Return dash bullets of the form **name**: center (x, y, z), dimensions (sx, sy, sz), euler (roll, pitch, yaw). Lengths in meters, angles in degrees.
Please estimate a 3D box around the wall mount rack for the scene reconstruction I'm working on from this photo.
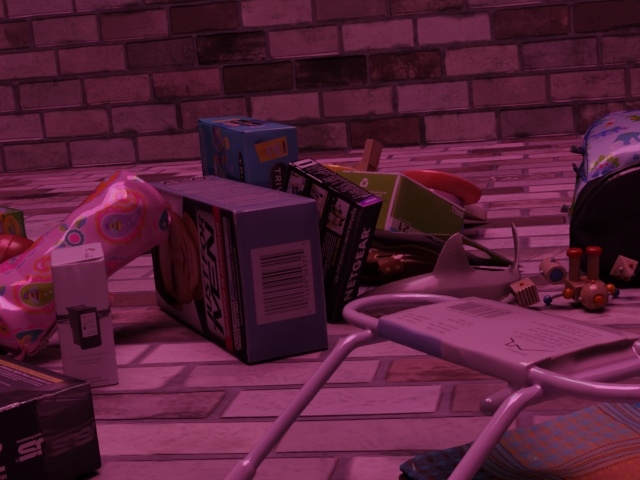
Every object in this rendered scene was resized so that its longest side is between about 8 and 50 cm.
- **wall mount rack**: center (0.099, 0.132, 0.846), dimensions (0.304, 0.131, 0.350), euler (-9, 11, -31)

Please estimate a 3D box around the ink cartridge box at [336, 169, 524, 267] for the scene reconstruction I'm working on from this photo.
- **ink cartridge box**: center (0.165, -0.030, 1.732), dimensions (0.255, 0.097, 0.188), euler (4, -14, 41)

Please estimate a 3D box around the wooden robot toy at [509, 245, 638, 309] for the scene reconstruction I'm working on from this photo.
- **wooden robot toy**: center (0.335, 0.056, 1.458), dimensions (0.173, 0.076, 0.079), euler (-6, 21, -6)

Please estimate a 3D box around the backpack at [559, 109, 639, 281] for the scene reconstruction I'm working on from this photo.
- **backpack**: center (0.503, -0.076, 1.695), dimensions (0.290, 0.274, 0.355), euler (-9, -3, 14)

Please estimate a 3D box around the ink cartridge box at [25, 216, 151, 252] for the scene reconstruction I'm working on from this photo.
- **ink cartridge box**: center (-0.451, -0.007, 2.185), dimensions (0.275, 0.060, 0.239), euler (-9, 10, -20)

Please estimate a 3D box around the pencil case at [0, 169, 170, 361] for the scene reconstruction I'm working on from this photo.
- **pencil case**: center (-0.322, 0.031, 1.472), dimensions (0.284, 0.124, 0.124), euler (-44, 30, -26)

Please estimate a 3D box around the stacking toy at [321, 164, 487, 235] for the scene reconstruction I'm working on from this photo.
- **stacking toy**: center (0.142, -0.032, 2.061), dimensions (0.308, 0.131, 0.279), euler (4, -13, 29)

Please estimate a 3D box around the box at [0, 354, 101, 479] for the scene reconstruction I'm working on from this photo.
- **box**: center (-0.445, 0.179, 1.070), dimensions (0.318, 0.097, 0.394), euler (-16, 15, -41)

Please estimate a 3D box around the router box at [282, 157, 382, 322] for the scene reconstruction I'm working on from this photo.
- **router box**: center (0.000, 0.000, 1.503), dimensions (0.133, 0.179, 0.046), euler (32, 33, 31)

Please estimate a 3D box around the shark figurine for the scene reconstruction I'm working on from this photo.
- **shark figurine**: center (0.193, 0.040, 1.488), dimensions (0.278, 0.116, 0.166), euler (-13, 15, -31)

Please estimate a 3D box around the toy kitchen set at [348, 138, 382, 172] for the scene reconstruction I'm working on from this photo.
- **toy kitchen set**: center (0.074, -0.141, 2.110), dimensions (0.083, 0.075, 0.068), euler (6, -12, 38)

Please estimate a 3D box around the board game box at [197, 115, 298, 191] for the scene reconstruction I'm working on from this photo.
- **board game box**: center (-0.107, -0.054, 1.738), dimensions (0.079, 0.254, 0.336), euler (-7, 11, -17)

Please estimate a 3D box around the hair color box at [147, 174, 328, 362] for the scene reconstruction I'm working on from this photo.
- **hair color box**: center (-0.121, 0.024, 1.506), dimensions (0.113, 0.186, 0.374), euler (-9, 11, -23)

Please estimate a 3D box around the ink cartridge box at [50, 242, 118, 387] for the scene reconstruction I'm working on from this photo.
- **ink cartridge box**: center (-0.278, 0.086, 1.338), dimensions (0.063, 0.151, 0.109), euler (-7, 10, -13)

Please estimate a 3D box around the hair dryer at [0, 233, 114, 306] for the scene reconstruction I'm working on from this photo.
- **hair dryer**: center (-0.434, 0.050, 1.655), dimensions (0.293, 0.080, 0.223), euler (15, -16, 17)

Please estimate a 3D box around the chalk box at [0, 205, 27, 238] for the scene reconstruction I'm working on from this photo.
- **chalk box**: center (-0.576, 0.013, 1.932), dimensions (0.213, 0.132, 0.132), euler (-14, 14, -41)

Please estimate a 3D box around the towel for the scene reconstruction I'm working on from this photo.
- **towel**: center (0.283, 0.175, 0.902), dimensions (0.370, 0.040, 0.271), euler (-10, 11, -27)

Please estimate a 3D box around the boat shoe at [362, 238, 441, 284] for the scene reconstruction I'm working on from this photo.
- **boat shoe**: center (0.110, 0.041, 1.687), dimensions (0.177, 0.064, 0.060), euler (9, 49, 27)
